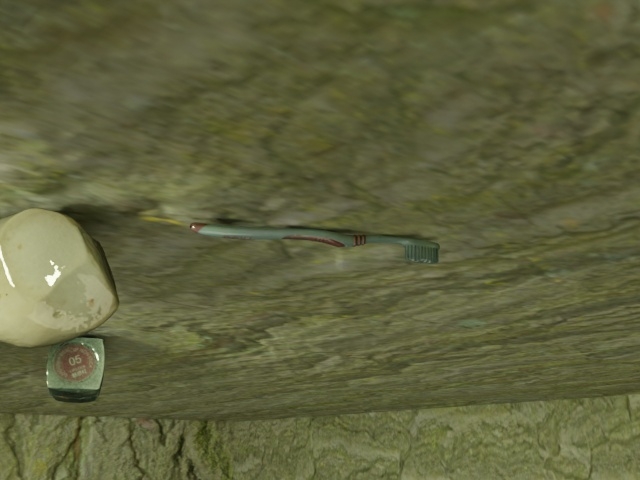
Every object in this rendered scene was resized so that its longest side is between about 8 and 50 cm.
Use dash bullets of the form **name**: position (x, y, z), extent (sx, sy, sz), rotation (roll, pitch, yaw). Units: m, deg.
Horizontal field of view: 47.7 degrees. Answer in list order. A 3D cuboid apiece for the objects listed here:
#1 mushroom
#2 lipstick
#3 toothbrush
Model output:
- **mushroom**: position (-0.221, 0.032, 0.517), extent (0.213, 0.088, 0.097), rotation (-6, 154, 39)
- **lipstick**: position (-0.360, 0.197, 1.072), extent (0.076, 0.077, 0.290), rotation (4, 163, -16)
- **toothbrush**: position (0.000, 0.000, 0.538), extent (0.193, 0.019, 0.013), rotation (6, 162, -16)
